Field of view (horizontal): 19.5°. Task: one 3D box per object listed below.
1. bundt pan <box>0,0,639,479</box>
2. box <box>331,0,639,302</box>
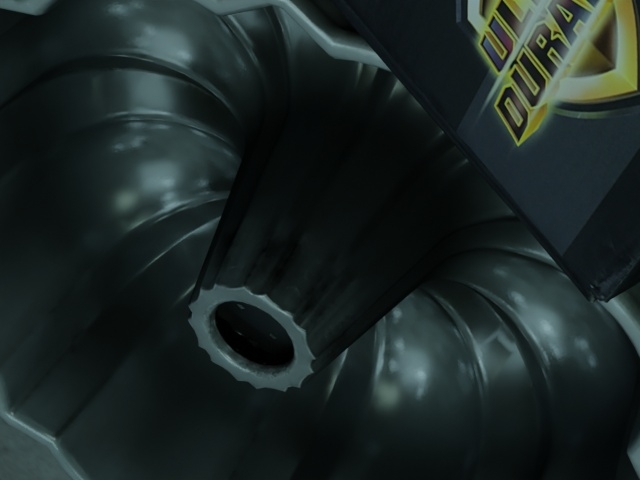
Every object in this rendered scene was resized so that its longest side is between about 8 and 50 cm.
[{"bbox_3d":[0.000,0.000,0.740,0.331,0.124,0.330,19,137,19],"label":"bundt pan"},{"bbox_3d":[0.058,-0.179,0.487,0.293,0.073,0.295,50,143,17],"label":"box"}]
